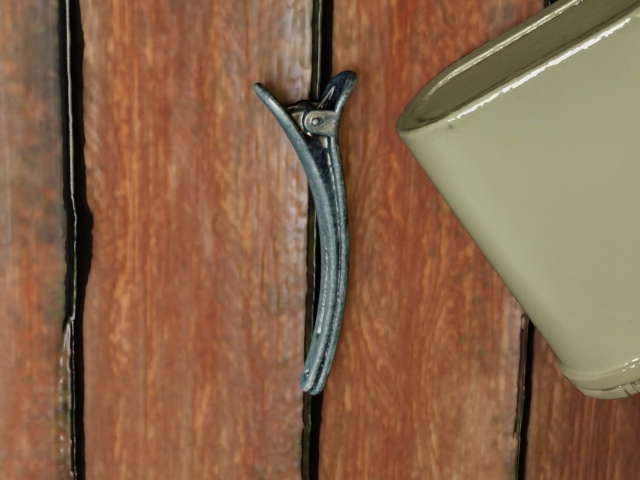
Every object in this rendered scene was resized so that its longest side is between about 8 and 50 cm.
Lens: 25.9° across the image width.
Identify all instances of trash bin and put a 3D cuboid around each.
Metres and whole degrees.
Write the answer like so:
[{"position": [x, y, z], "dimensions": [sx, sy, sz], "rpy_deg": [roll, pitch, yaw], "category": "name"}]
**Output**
[{"position": [0.211, -0.040, 0.927], "dimensions": [0.243, 0.121, 0.247], "rpy_deg": [-28, 112, 28], "category": "trash bin"}]

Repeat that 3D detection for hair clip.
[{"position": [0.000, 0.000, 0.955], "dimensions": [0.070, 0.039, 0.229], "rpy_deg": [-10, 108, -15], "category": "hair clip"}]
